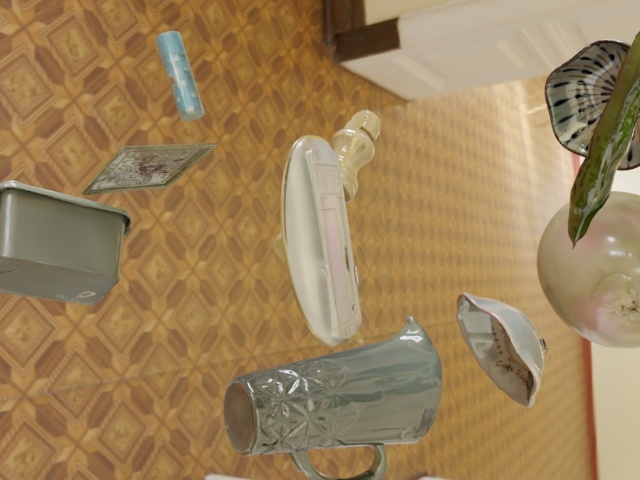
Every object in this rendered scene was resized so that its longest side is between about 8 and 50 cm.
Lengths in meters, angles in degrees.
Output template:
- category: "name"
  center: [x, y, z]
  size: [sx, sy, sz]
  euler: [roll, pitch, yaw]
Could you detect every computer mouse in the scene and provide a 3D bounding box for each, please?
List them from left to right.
- category: "computer mouse"
  center: [-0.002, 0.001, 0.613]
  size: [0.102, 0.045, 0.199]
  euler: [-13, 94, -69]

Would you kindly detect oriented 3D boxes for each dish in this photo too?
- category: "dish"
  center: [0.336, 0.179, 1.148]
  size: [0.081, 0.229, 0.229]
  euler: [-29, 119, -11]
- category: "dish"
  center: [0.406, -0.192, 0.875]
  size: [0.066, 0.191, 0.190]
  euler: [-42, 123, -34]

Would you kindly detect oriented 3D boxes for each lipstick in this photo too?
- category: "lipstick"
  center: [-0.257, -0.300, 1.185]
  size: [0.048, 0.048, 0.158]
  euler: [-16, 89, -58]

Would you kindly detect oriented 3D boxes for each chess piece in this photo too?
- category: "chess piece"
  center: [0.034, -0.122, 1.366]
  size: [0.117, 0.117, 0.397]
  euler: [54, 51, -41]

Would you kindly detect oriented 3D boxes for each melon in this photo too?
- category: "melon"
  center: [0.448, 0.039, 0.989]
  size: [0.317, 0.223, 0.223]
  euler: [-53, 132, -65]

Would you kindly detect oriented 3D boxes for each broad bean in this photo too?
- category: "broad bean"
  center: [0.327, -0.110, 0.730]
  size: [0.060, 0.043, 0.297]
  euler: [-57, 159, -50]

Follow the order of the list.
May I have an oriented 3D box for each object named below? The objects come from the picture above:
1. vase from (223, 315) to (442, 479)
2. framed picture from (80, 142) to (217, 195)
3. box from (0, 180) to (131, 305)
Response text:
- category: "vase"
  center: [0.018, 0.239, 0.913]
  size: [0.301, 0.156, 0.251]
  euler: [1, 92, -34]
- category: "framed picture"
  center: [-0.305, -0.124, 1.131]
  size: [0.173, 0.231, 0.010]
  euler: [-9, 81, -36]
- category: "box"
  center: [-0.454, 0.015, 1.099]
  size: [0.243, 0.163, 0.135]
  euler: [17, 53, -37]
